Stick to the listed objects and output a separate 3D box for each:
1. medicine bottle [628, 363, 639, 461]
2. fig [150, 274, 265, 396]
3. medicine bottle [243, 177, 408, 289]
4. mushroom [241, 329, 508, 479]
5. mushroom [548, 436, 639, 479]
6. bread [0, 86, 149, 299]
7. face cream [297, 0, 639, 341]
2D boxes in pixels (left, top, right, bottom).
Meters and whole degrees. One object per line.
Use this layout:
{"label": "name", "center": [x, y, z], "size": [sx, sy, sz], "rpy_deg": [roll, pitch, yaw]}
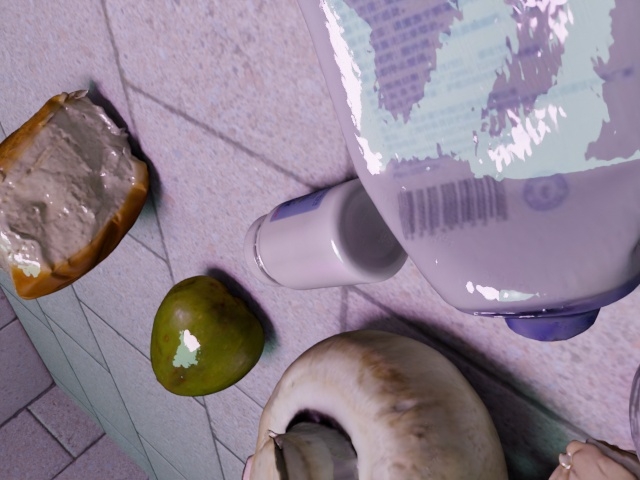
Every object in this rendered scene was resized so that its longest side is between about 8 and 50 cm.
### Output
{"label": "medicine bottle", "center": [0.320, 0.100, 0.338], "size": [0.143, 0.143, 0.258], "rpy_deg": [52, 146, -5]}
{"label": "fig", "center": [-0.188, 0.159, 0.995], "size": [0.181, 0.191, 0.181], "rpy_deg": [36, -179, -1]}
{"label": "medicine bottle", "center": [0.000, 0.000, 0.659], "size": [0.187, 0.103, 0.102], "rpy_deg": [-12, 114, 55]}
{"label": "mushroom", "center": [0.042, 0.276, 0.690], "size": [0.260, 0.352, 0.352], "rpy_deg": [13, 161, -28]}
{"label": "mushroom", "center": [0.321, 0.317, 0.539], "size": [0.126, 0.177, 0.397], "rpy_deg": [-16, 106, 53]}
{"label": "bread", "center": [-0.407, -0.057, 0.952], "size": [0.225, 0.279, 0.250], "rpy_deg": [47, 151, -22]}
{"label": "face cream", "center": [0.098, -0.120, 0.394], "size": [0.235, 0.137, 0.420], "rpy_deg": [-11, 113, 31]}
